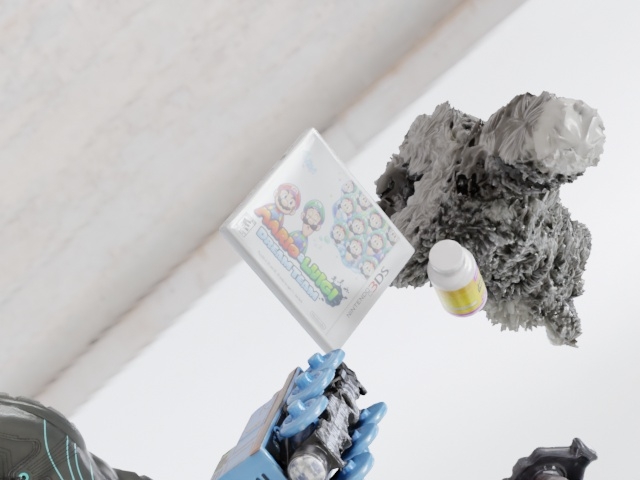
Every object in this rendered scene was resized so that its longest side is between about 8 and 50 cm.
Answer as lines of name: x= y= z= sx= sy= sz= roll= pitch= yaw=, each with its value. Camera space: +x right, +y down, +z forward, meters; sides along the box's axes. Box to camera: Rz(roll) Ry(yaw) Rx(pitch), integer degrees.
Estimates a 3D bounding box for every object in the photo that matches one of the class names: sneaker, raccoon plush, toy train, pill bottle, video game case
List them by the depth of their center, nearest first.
toy train: x=-0.015 y=0.146 z=1.130 sx=0.105 sy=0.080 sz=0.184 roll=-36 pitch=-172 yaw=15
sneaker: x=-0.218 y=0.210 z=1.247 sx=0.101 sy=0.106 sz=0.267 roll=-25 pitch=133 yaw=33
pill bottle: x=0.119 y=0.032 z=1.371 sx=0.043 sy=0.043 sz=0.083 roll=-33 pitch=147 yaw=-2
video game case: x=0.000 y=0.000 z=1.404 sx=0.019 sy=0.157 sz=0.143 roll=-18 pitch=-153 yaw=53
raccoon plush: x=0.247 y=0.003 z=1.687 sx=0.299 sy=0.446 sz=0.216 roll=25 pitch=82 yaw=-20

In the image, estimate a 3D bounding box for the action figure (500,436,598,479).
action figure: x=0.176 y=0.380 z=1.670 sx=0.330 sy=0.178 sz=0.341 roll=9 pitch=122 yaw=-32
